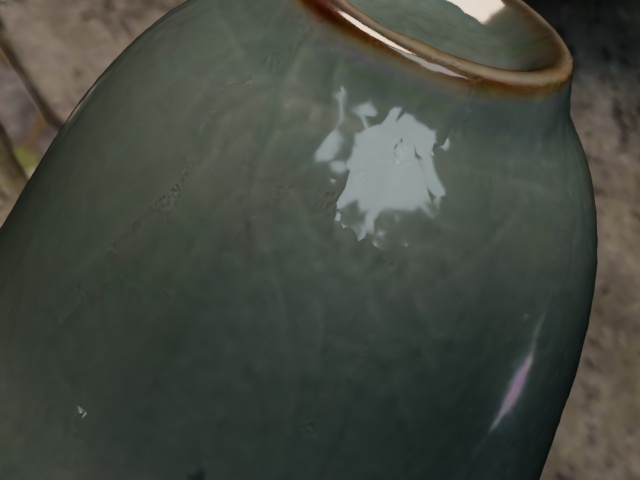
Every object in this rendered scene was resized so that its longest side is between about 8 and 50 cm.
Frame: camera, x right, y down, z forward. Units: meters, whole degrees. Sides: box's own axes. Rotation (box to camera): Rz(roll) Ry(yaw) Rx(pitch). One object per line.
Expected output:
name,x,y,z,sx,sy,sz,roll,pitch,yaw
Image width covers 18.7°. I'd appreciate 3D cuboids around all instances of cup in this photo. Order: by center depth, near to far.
cup,0.000,0.000,0.519,0.199,0.150,0.199,20,26,-10
